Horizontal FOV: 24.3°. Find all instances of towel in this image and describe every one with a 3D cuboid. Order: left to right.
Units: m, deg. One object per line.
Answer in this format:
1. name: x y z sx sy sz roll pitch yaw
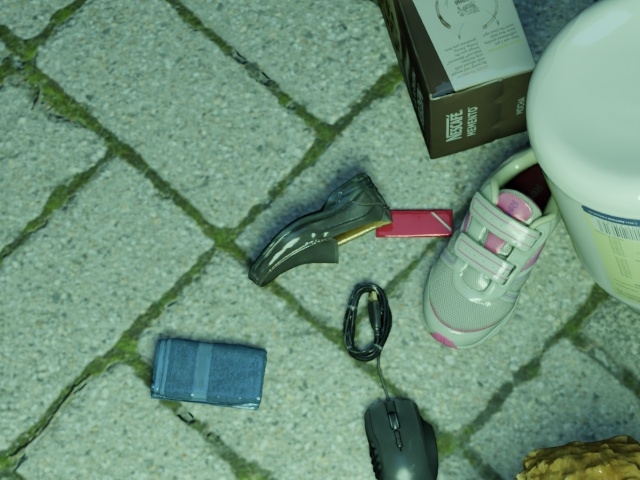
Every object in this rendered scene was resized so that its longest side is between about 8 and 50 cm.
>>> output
1. towel: -0.116 0.139 1.558 0.119 0.029 0.067 5 71 6

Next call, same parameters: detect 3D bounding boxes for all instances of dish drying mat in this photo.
1. dish drying mat: 0.102 -0.019 1.610 0.083 0.008 0.032 0 72 3

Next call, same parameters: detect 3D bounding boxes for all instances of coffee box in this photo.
1. coffee box: 0.130 -0.261 1.610 0.119 0.168 0.297 -16 70 -2

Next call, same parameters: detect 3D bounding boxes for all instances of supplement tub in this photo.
1. supplement tub: 0.339 -0.067 1.423 0.235 0.325 0.235 -9 62 17

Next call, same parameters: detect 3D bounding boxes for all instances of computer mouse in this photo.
1. computer mouse: 0.070 0.155 1.535 0.071 0.041 0.242 -14 70 -1

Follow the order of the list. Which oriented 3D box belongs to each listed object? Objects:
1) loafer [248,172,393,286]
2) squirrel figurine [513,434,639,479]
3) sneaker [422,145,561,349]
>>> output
1. loafer: 0.000 0.000 1.583 0.170 0.062 0.061 -38 79 -5
2. squirrel figurine: 0.264 0.376 1.260 0.281 0.397 0.370 -7 62 -4
3. sneaker: 0.184 -0.006 1.546 0.103 0.111 0.252 27 75 12
